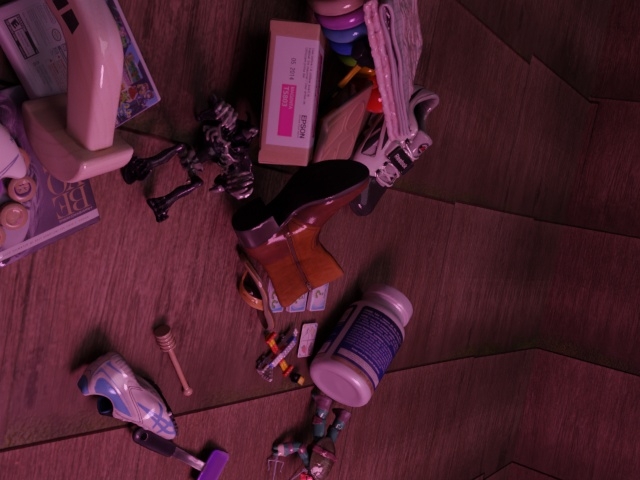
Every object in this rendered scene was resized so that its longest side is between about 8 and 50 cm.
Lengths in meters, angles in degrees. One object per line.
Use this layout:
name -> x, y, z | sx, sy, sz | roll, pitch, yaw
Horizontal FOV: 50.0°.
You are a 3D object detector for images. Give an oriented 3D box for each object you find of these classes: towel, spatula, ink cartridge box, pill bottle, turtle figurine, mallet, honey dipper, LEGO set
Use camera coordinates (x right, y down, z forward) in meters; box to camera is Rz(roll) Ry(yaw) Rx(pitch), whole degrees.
towel -> 0.146, -0.411, 1.296 | 0.332, 0.053, 0.317 | 70, 25, -52
spatula -> -0.254, 0.397, 1.261 | 0.084, 0.030, 0.296 | -61, 142, -18
ink cartridge box -> -0.048, -0.253, 1.200 | 0.193, 0.088, 0.235 | -82, 178, -79
pill bottle -> 0.101, 0.233, 1.572 | 0.265, 0.153, 0.153 | -53, 138, -33
turtle figurine -> -0.014, 0.476, 1.546 | 0.175, 0.118, 0.234 | 55, 53, -46
mallet -> 0.036, -0.308, 1.327 | 0.189, 0.039, 0.062 | -38, 143, 23
honey dipper -> -0.255, 0.217, 1.205 | 0.030, 0.030, 0.161 | -42, 136, -37
LEGO set -> -0.050, 0.198, 1.449 | 0.182, 0.060, 0.245 | 4, 99, -50

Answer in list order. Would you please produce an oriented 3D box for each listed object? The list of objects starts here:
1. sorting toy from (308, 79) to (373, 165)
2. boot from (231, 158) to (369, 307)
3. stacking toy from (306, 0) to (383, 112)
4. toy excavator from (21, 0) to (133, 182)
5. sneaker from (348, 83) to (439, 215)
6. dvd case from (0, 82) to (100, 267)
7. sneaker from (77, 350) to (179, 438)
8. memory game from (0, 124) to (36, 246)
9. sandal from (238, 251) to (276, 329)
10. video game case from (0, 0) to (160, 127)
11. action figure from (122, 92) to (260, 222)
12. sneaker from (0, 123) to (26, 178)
sorting toy -> 0.030, -0.206, 1.374 | 0.208, 0.038, 0.193 | -50, 165, -42
boot -> 0.000, 0.000, 1.279 | 0.264, 0.096, 0.280 | -33, 140, -4
stacking toy -> 0.084, -0.384, 1.381 | 0.141, 0.141, 0.330 | -58, 145, -23
toy excavator -> -0.292, -0.334, 0.747 | 0.222, 0.432, 0.445 | -27, 87, -46
sneaker -> 0.166, -0.204, 1.531 | 0.122, 0.146, 0.331 | 30, 78, -54
dvd case -> -0.394, -0.095, 0.923 | 0.164, 0.018, 0.222 | -34, 127, -43
sneaker -> -0.307, 0.264, 1.117 | 0.086, 0.085, 0.237 | -36, 136, -8
memory game -> -0.445, -0.064, 0.846 | 0.186, 0.012, 0.186 | -17, 116, -40
sandal -> -0.129, 0.106, 1.312 | 0.049, 0.072, 0.180 | -23, 126, -16
video game case -> -0.327, -0.245, 0.937 | 0.183, 0.023, 0.201 | -45, 126, -38
action figure -> -0.171, -0.138, 1.107 | 0.275, 0.140, 0.164 | -40, 119, -37
sneaker -> -0.454, -0.029, 0.770 | 0.297, 0.111, 0.129 | -49, 138, -18
